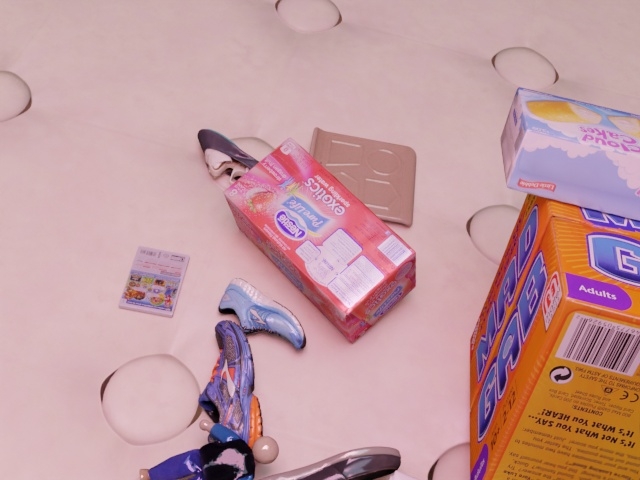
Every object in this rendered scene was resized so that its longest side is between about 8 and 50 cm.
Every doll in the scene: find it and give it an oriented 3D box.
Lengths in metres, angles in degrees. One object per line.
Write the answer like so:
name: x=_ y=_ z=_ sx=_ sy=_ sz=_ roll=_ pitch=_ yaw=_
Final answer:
doll: x=-0.148 y=0.305 z=1.113 sx=0.189 sy=0.046 sz=0.129 roll=-18 pitch=57 yaw=1

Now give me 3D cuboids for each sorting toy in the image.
sorting toy: x=0.075 y=-0.117 z=1.533 sx=0.208 sy=0.038 sz=0.193 roll=13 pitch=51 yaw=-5

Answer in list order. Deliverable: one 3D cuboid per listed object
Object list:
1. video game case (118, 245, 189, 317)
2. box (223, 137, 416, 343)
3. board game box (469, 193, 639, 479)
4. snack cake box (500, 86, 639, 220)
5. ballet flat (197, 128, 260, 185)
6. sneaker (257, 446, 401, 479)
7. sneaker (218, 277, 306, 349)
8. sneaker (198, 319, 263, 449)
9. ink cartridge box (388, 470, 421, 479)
video game case: x=-0.269 y=0.066 z=1.340 sx=0.087 sy=0.011 sz=0.122 roll=11 pitch=51 yaw=-2
box: x=0.000 y=0.000 z=1.335 sx=0.154 sy=0.142 sz=0.300 roll=-41 pitch=67 yaw=-13
board game box: x=0.424 y=0.155 z=1.118 sx=0.356 sy=0.356 sz=0.356 roll=14 pitch=33 yaw=1
snack cake box: x=0.380 y=-0.109 z=1.089 sx=0.264 sy=0.089 sz=0.152 roll=13 pitch=31 yaw=0
ballet flat: x=-0.154 y=-0.132 z=1.481 sx=0.203 sy=0.074 sz=0.074 roll=32 pitch=54 yaw=12
sneaker: x=0.019 y=0.364 z=1.122 sx=0.222 sy=0.083 sz=0.118 roll=-15 pitch=61 yaw=-10
sneaker: x=-0.093 y=0.130 z=1.302 sx=0.162 sy=0.063 sz=0.073 roll=31 pitch=71 yaw=19
sneaker: x=-0.138 y=0.213 z=1.206 sx=0.087 sy=0.083 sz=0.221 roll=-6 pitch=52 yaw=-10
ink cartridge box: x=0.172 y=0.434 z=1.072 sx=0.237 sy=0.100 sz=0.172 roll=21 pitch=52 yaw=5
